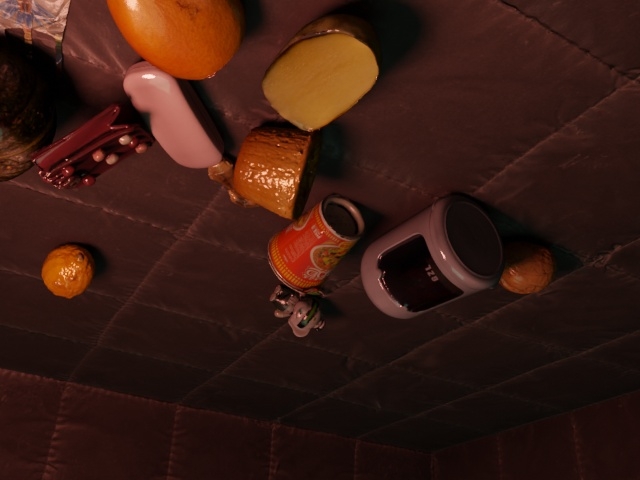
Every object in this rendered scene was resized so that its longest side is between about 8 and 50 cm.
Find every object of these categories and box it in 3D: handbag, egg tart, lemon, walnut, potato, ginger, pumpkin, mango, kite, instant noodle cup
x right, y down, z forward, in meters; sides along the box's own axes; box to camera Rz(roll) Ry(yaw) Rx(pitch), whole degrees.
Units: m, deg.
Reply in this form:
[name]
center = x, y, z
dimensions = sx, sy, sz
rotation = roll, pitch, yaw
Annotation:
[handbag]
center = -0.440, -0.177, 1.330
dimensions = 0.216, 0.074, 0.203
rotation = -34, -179, -3
[egg tart]
center = -0.089, -0.155, 1.415
dimensions = 0.147, 0.202, 0.202
rotation = 19, 150, 7
[lemon]
center = -0.700, 0.081, 1.885
dimensions = 0.142, 0.142, 0.187
rotation = 20, 141, -27
[walnut]
center = 0.527, 0.071, 1.779
dimensions = 0.180, 0.144, 0.144
rotation = 7, 150, -24
[potato]
center = 0.008, -0.315, 1.192
dimensions = 0.160, 0.111, 0.272
rotation = 30, 149, -17
[ginger]
center = -0.170, -0.135, 1.564
dimensions = 0.133, 0.059, 0.214
rotation = -4, 148, 26
[pumpkin]
center = -0.659, -0.242, 1.268
dimensions = 0.320, 0.192, 0.320
rotation = 10, 148, 7
[mango]
center = -0.247, -0.376, 1.084
dimensions = 0.187, 0.138, 0.257
rotation = -30, 144, 25
[kite]
center = -0.516, -0.380, 1.216
dimensions = 0.169, 0.015, 0.310
rotation = 6, 149, -6
[instant noodle cup]
center = 0.000, 0.000, 1.671
dimensions = 0.193, 0.193, 0.212
rotation = 20, 137, -27

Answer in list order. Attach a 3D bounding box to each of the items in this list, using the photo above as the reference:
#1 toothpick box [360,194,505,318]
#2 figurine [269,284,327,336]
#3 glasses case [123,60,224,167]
[toothpick box]
center = 0.260, 0.055, 1.695
dimensions = 0.263, 0.263, 0.355
rotation = 22, 145, -30
[figurine]
center = -0.062, 0.211, 2.074
dimensions = 0.192, 0.147, 0.126
rotation = 37, 158, -16
[glasses case]
center = -0.289, -0.246, 1.364
dimensions = 0.113, 0.075, 0.297
rotation = -5, 148, 14
